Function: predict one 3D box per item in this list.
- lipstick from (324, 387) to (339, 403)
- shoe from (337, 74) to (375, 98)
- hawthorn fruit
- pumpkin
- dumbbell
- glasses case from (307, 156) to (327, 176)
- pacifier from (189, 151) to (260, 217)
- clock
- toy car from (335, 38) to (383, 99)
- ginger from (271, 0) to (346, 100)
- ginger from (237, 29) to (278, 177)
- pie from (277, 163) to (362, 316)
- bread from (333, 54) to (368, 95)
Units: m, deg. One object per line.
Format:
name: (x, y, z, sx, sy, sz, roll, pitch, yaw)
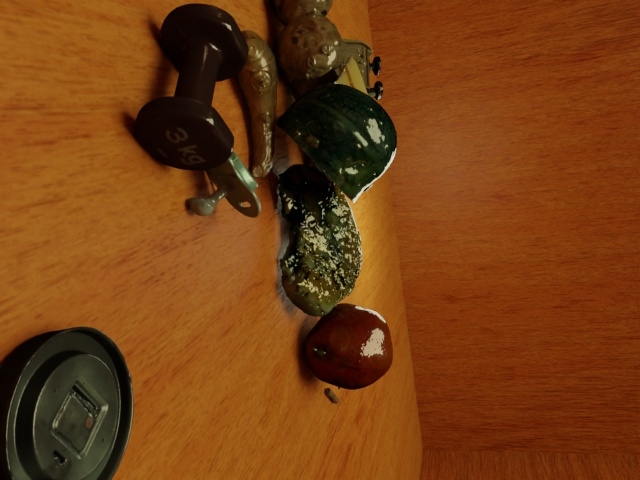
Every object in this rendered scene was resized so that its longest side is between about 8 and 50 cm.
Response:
lipstick: (0.033, 0.439, 1.524, 0.094, 0.019, 0.019, 62, 27, -53)
shoe: (0.057, -0.440, 1.603, 0.099, 0.228, 0.112, -22, -91, 64)
hawthorn fruit: (0.057, 0.273, 1.363, 0.261, 0.224, 0.224, -5, 89, -51)
pumpkin: (0.052, -0.242, 1.219, 0.263, 0.197, 0.293, 43, 5, -5)
dumbbell: (-0.185, -0.225, 0.799, 0.140, 0.124, 0.225, 58, 31, -59)
glasses case: (-0.007, -0.141, 1.494, 0.114, 0.060, 0.299, 54, 34, -51)
pacifier: (-0.171, -0.085, 0.895, 0.116, 0.127, 0.150, -44, 118, -23)
clock: (-0.263, 0.181, 0.555, 0.184, 0.040, 0.184, -6, 90, -74)
toy car: (0.086, -0.508, 1.778, 0.198, 0.204, 0.247, 130, -41, -80)
ginger: (-0.038, -0.529, 1.345, 0.256, 0.176, 0.375, -102, -178, -80)
ginger: (-0.125, -0.276, 1.106, 0.131, 0.086, 0.294, -125, -150, -76)
pie: (0.000, 0.000, 1.320, 0.296, 0.078, 0.371, 6, 75, -52)
bread: (0.100, -0.317, 1.417, 0.264, 0.163, 0.167, 107, 5, -52)
